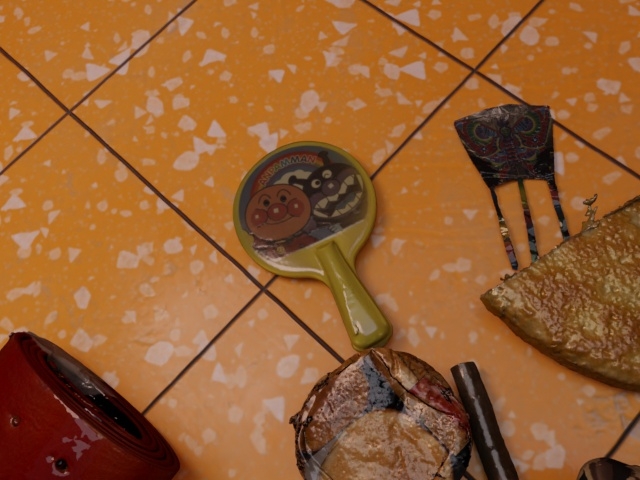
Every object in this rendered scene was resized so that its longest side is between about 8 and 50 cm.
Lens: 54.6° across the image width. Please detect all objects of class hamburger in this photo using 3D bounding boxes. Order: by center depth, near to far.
[{"bbox_3d":[0.077,0.252,0.793,0.231,0.107,0.230,-2,73,6],"label":"hamburger"}]

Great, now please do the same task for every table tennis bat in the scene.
[{"bbox_3d":[0.000,0.000,0.928,0.224,0.054,0.368,-26,64,-2],"label":"table tennis bat"}]

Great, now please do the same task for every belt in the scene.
[{"bbox_3d":[-0.322,0.239,0.789,0.324,0.227,0.115,29,74,37],"label":"belt"}]

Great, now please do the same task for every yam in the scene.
[{"bbox_3d":[0.229,0.315,0.781,0.045,0.045,0.326,-29,63,30],"label":"yam"}]

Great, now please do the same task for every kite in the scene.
[{"bbox_3d":[0.305,-0.088,0.939,0.152,0.015,0.285,-10,68,4],"label":"kite"}]

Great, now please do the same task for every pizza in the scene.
[{"bbox_3d":[0.406,0.055,0.842,0.280,0.075,0.287,34,78,13],"label":"pizza"}]

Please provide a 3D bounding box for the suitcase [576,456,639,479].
[{"bbox_3d":[0.379,0.344,0.549,0.352,0.339,0.193,13,78,58],"label":"suitcase"}]
